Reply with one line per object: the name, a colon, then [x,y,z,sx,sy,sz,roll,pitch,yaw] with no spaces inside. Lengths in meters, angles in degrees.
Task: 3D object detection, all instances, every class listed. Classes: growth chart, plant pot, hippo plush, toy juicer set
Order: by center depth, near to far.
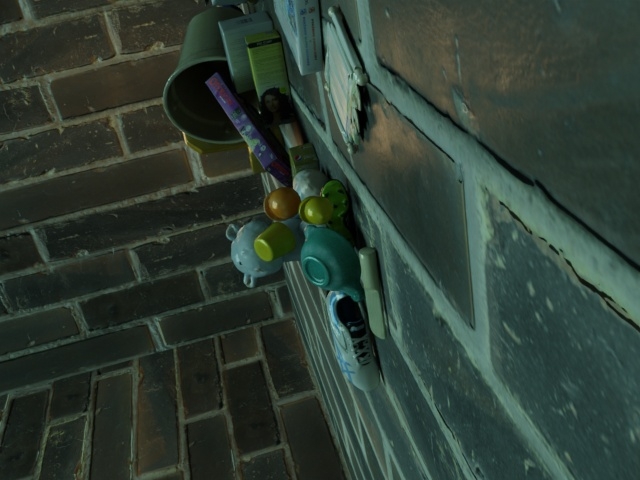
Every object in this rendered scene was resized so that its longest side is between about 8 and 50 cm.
growth chart: [0.035,-0.231,1.076,0.237,0.021,0.172,92,161,-69]
toy juicer set: [0.023,0.012,1.314,0.329,0.089,0.209,33,137,24]
hippo plush: [-0.089,-0.027,1.571,0.294,0.236,0.234,180,77,-80]
plant pot: [-0.289,-0.512,2.107,0.334,0.334,0.305,84,180,-55]

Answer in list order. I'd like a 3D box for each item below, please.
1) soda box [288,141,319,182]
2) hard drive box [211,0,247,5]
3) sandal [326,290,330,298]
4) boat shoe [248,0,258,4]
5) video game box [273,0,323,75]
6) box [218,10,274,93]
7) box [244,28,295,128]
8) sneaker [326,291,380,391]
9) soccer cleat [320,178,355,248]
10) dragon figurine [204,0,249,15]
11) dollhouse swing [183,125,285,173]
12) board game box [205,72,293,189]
soda box: [-0.036,-0.149,1.695,0.181,0.058,0.061,86,167,-57]
hard drive box: [-0.202,-0.667,1.589,0.232,0.089,0.181,142,114,-68]
sandal: [0.035,0.130,1.850,0.179,0.040,0.067,-91,0,-46]
boat shoe: [-0.190,-0.685,1.860,0.049,0.056,0.152,24,-131,-79]
video game box: [-0.046,-0.422,1.224,0.187,0.048,0.205,81,172,-53]
box: [-0.179,-0.487,1.839,0.091,0.130,0.170,-115,12,-52]
box: [-0.124,-0.400,1.777,0.058,0.087,0.232,-111,7,-53]
sneaker: [0.072,0.209,1.496,0.086,0.085,0.237,173,79,-76]
soccer cleat: [0.029,-0.051,1.375,0.072,0.060,0.179,-111,6,-51]
dragon figurine: [-0.291,-0.811,2.253,0.085,0.144,0.289,-138,53,-81]
dollhouse swing: [-0.306,-0.398,2.365,0.315,0.305,0.347,101,152,-75]
board game box: [-0.156,-0.268,1.828,0.347,0.056,0.208,56,-166,30]
